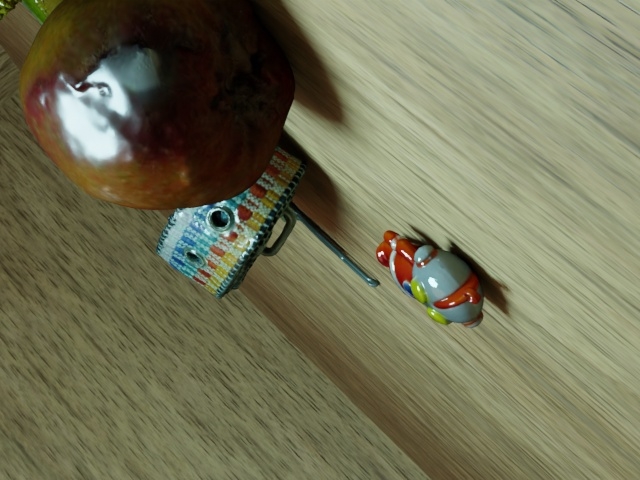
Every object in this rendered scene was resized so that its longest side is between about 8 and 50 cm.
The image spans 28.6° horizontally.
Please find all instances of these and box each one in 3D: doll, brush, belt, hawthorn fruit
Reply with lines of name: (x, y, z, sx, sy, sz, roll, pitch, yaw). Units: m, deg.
doll: (0.142, 0.052, 1.567, 0.142, 0.076, 0.245, 51, 174, -18)
brush: (0.000, 0.000, 2.083, 0.266, 0.027, 0.062, 42, 168, 31)
belt: (-0.127, -0.030, 1.853, 0.160, 0.207, 0.295, 32, 138, -2)
hawthorn fruit: (-0.201, -0.184, 1.481, 0.324, 0.308, 0.308, 26, 160, 27)

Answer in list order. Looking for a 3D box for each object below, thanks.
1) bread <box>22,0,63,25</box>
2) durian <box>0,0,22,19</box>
bread: (-0.558, -0.499, 2.426, 0.236, 0.070, 0.236, 47, 171, 10)
durian: (-0.594, -0.506, 2.096, 0.293, 0.258, 0.258, 61, 180, 39)
